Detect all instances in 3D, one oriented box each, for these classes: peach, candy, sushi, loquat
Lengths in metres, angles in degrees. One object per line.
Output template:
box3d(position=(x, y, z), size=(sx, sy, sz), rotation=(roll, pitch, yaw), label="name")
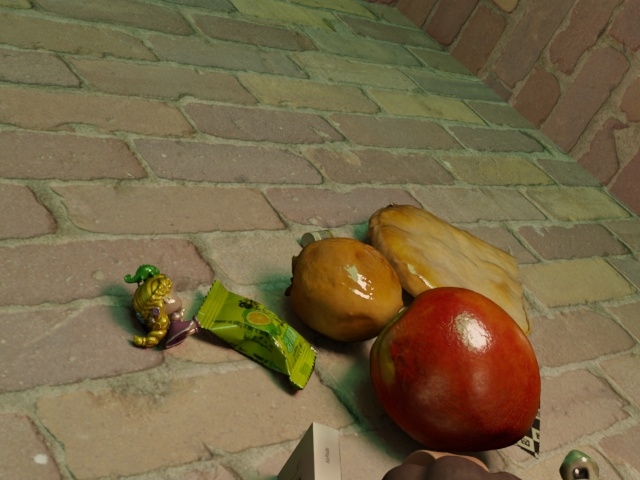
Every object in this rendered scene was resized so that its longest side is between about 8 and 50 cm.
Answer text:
box3d(position=(0.257, 0.248, 1.730), size=(0.332, 0.308, 0.308), rotation=(45, 27, -7), label="peach")
box3d(position=(-0.113, 0.172, 1.724), size=(0.246, 0.069, 0.149), rotation=(30, 26, -2), label="candy")
box3d(position=(0.391, 0.334, 1.954), size=(0.193, 0.040, 0.210), rotation=(30, 28, 2), label="sushi")
box3d(position=(0.053, 0.096, 1.864), size=(0.238, 0.193, 0.238), rotation=(9, 35, -6), label="loquat")

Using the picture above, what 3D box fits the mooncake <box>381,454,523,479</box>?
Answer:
box3d(position=(0.197, 0.448, 1.347), size=(0.306, 0.306, 0.154), rotation=(25, 30, -9), label="mooncake")

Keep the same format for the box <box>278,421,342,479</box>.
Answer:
box3d(position=(-0.017, 0.370, 1.423), size=(0.051, 0.129, 0.130), rotation=(21, 29, -16), label="box")

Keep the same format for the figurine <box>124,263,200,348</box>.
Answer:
box3d(position=(-0.296, 0.116, 1.629), size=(0.115, 0.095, 0.156), rotation=(-22, 74, -31), label="figurine")

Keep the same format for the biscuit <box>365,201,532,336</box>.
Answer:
box3d(position=(0.306, 0.072, 2.237), size=(0.446, 0.104, 0.429), rotation=(25, 28, -14), label="biscuit")

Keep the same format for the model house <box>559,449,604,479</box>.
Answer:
box3d(position=(0.520, 0.501, 1.553), size=(0.298, 0.243, 0.284), rotation=(51, 20, -17), label="model house")

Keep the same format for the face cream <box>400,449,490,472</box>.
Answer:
box3d(position=(0.200, 0.422, 1.521), size=(0.104, 0.149, 0.149), rotation=(14, 32, -28), label="face cream")

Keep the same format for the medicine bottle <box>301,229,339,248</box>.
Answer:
box3d(position=(0.000, 0.000, 2.128), size=(0.083, 0.047, 0.047), rotation=(-8, 46, -48), label="medicine bottle")
